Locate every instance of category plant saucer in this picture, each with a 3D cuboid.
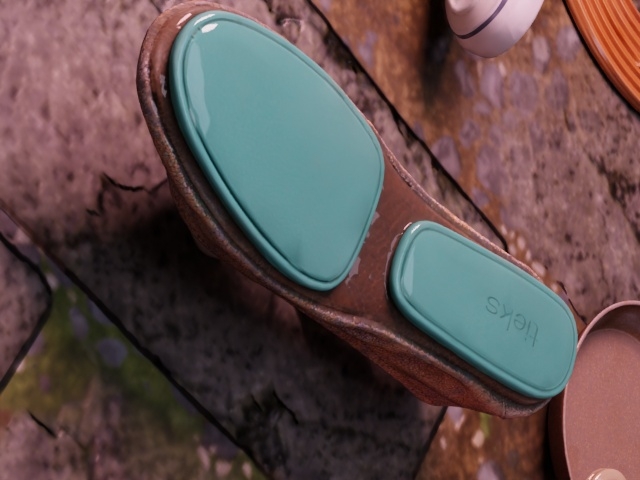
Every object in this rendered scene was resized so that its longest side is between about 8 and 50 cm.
[{"bbox_3d":[0.194,0.123,1.129,0.168,0.029,0.169,11,74,-44],"label":"plant saucer"}]

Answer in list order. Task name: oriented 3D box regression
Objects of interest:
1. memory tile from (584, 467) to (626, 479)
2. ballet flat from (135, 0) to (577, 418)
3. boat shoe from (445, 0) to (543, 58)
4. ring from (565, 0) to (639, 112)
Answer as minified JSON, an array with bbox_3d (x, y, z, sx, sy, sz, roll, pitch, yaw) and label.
[{"bbox_3d":[0.160,0.217,1.060,0.113,0.012,0.148,48,67,-30],"label":"memory tile"},{"bbox_3d":[0.000,0.000,0.893,0.316,0.106,0.108,42,62,-32],"label":"ballet flat"},{"bbox_3d":[0.091,-0.211,1.061,0.075,0.083,0.226,28,51,-27],"label":"boat shoe"},{"bbox_3d":[0.264,-0.234,1.269,0.336,0.032,0.337,12,74,-45],"label":"ring"}]
